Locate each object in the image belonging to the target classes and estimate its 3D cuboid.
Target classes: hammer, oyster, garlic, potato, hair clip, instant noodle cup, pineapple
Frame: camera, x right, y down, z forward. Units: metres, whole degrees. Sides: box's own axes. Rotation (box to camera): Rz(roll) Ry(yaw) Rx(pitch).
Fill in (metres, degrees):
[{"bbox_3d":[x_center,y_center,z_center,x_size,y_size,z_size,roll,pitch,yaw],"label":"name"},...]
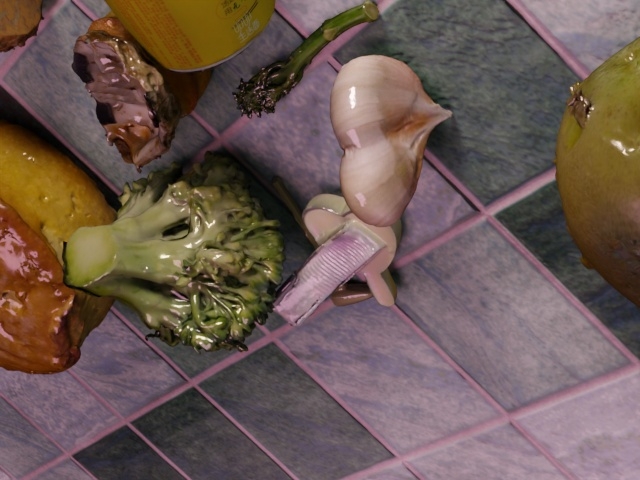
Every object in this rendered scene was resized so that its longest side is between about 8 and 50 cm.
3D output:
[{"bbox_3d":[0.000,0.000,1.914,0.060,0.028,0.195,-12,121,39],"label":"hammer"},{"bbox_3d":[-0.212,-0.153,1.754,0.128,0.078,0.345,33,166,4],"label":"oyster"},{"bbox_3d":[0.064,-0.101,1.641,0.099,0.124,0.174,-11,79,44],"label":"garlic"},{"bbox_3d":[0.358,-0.023,1.403,0.270,0.219,0.359,-11,126,39],"label":"potato"},{"bbox_3d":[0.030,0.026,1.867,0.159,0.071,0.218,34,134,-10],"label":"hair clip"},{"bbox_3d":[-0.152,-0.300,1.567,0.215,0.215,0.236,10,146,34],"label":"instant noodle cup"},{"bbox_3d":[-0.430,-0.264,1.917,0.251,0.125,0.125,-5,128,52],"label":"pineapple"}]

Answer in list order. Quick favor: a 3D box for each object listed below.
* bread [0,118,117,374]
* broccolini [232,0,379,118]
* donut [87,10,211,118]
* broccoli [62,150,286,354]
[{"bbox_3d":[-0.442,0.016,2.156,0.398,0.215,0.398,22,142,19],"label":"bread"},{"bbox_3d":[-0.014,-0.196,1.692,0.054,0.051,0.239,50,137,-8],"label":"broccolini"},{"bbox_3d":[-0.192,-0.211,1.807,0.152,0.058,0.152,24,146,18],"label":"donut"},{"bbox_3d":[-0.181,0.007,1.871,0.288,0.248,0.245,1,173,45],"label":"broccoli"}]
